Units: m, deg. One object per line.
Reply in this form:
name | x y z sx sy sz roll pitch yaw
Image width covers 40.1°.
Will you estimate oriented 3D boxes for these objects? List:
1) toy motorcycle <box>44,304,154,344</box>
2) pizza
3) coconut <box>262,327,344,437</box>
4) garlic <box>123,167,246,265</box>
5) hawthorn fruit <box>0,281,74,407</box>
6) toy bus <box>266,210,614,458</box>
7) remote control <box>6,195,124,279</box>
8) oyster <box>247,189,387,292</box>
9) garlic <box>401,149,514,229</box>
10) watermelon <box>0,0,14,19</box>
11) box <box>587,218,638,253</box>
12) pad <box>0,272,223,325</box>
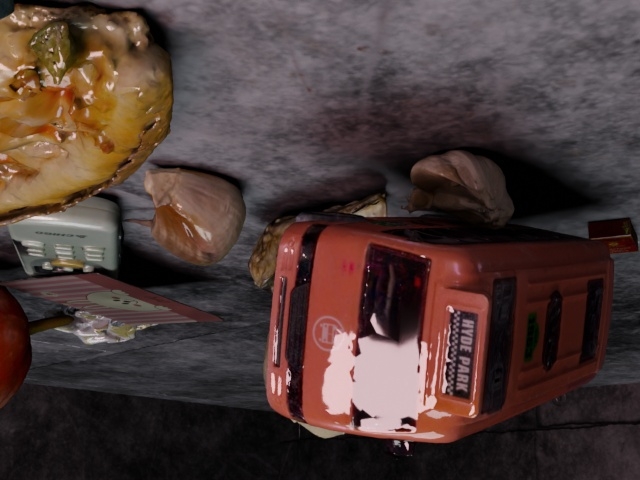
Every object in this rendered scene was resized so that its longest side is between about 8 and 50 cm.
toy motorcycle | -0.390 0.142 1.577 0.151 0.074 0.228 -30 155 30
pizza | -0.285 -0.105 0.754 0.391 0.080 0.435 -5 166 18
coconut | 0.018 0.211 1.497 0.245 0.245 0.247 4 157 -8
garlic | -0.159 -0.026 1.030 0.128 0.090 0.198 22 165 -13
hawthorn fruit | -0.556 0.142 1.304 0.369 0.285 0.285 -8 167 -19
toy bus | 0.142 0.080 0.912 0.233 0.203 0.427 8 -174 35
remote control | -0.330 0.002 1.153 0.140 0.056 0.296 4 164 -12
oyster | 0.003 -0.004 1.083 0.166 0.094 0.294 -6 158 -33
garlic | 0.147 -0.053 0.890 0.113 0.074 0.094 19 173 -28
watermelon | -0.299 -0.185 0.428 0.321 0.188 0.175 11 117 -7
box | 0.375 -0.004 1.120 0.051 0.023 0.082 -7 161 25
pad | -0.316 0.096 1.353 0.202 0.005 0.300 -6 160 28
